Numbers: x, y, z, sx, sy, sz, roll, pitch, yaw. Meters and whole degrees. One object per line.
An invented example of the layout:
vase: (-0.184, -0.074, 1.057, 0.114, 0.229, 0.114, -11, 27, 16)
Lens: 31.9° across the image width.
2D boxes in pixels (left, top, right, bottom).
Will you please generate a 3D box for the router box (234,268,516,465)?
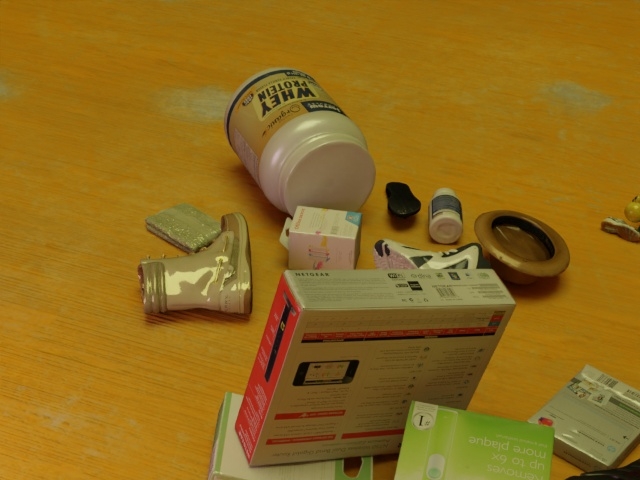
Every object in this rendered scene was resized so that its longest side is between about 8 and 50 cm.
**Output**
router box: (0.073, 0.180, 1.599, 0.336, 0.301, 0.082, 1, 38, -25)

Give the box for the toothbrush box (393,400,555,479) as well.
toothbrush box: (0.195, 0.375, 1.506, 0.206, 0.122, 0.283, 10, 46, 10)

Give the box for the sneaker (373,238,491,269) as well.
sneaker: (0.222, 0.048, 2.042, 0.235, 0.094, 0.153, 26, 39, 30)

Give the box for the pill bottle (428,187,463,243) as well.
pill bottle: (0.247, -0.052, 2.211, 0.067, 0.067, 0.120, 4, 35, 2)

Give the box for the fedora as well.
fedora: (0.367, 0.023, 2.090, 0.194, 0.079, 0.194, 11, 36, -8)

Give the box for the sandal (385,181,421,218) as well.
sandal: (0.164, -0.074, 2.270, 0.067, 0.040, 0.179, 7, 20, -4)

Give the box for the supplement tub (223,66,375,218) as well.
supplement tub: (-0.041, -0.188, 2.248, 0.228, 0.228, 0.316, -12, 37, -21)

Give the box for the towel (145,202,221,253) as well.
towel: (-0.260, -0.027, 2.174, 0.148, 0.027, 0.110, 30, 44, 34)

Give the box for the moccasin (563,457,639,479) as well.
moccasin: (0.401, 0.373, 1.476, 0.139, 0.146, 0.380, 3, 3, 36)

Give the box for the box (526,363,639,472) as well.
box: (0.432, 0.283, 1.763, 0.145, 0.038, 0.186, 27, 40, 31)

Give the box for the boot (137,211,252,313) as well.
boot: (-0.228, 0.040, 2.024, 0.204, 0.095, 0.262, -3, 39, -6)

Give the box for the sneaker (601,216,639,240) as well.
sneaker: (0.603, -0.027, 2.230, 0.083, 0.031, 0.037, 27, 42, 30)

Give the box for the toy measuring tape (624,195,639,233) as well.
toy measuring tape: (0.767, -0.062, 2.213, 0.330, 0.121, 0.121, 3, 34, 1)

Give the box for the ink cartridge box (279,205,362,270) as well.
ink cartridge box: (0.000, 0.000, 2.097, 0.143, 0.089, 0.092, 7, 34, 8)

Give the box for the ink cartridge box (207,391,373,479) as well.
ink cartridge box: (-0.042, 0.322, 1.660, 0.235, 0.056, 0.171, 15, 34, -8)
